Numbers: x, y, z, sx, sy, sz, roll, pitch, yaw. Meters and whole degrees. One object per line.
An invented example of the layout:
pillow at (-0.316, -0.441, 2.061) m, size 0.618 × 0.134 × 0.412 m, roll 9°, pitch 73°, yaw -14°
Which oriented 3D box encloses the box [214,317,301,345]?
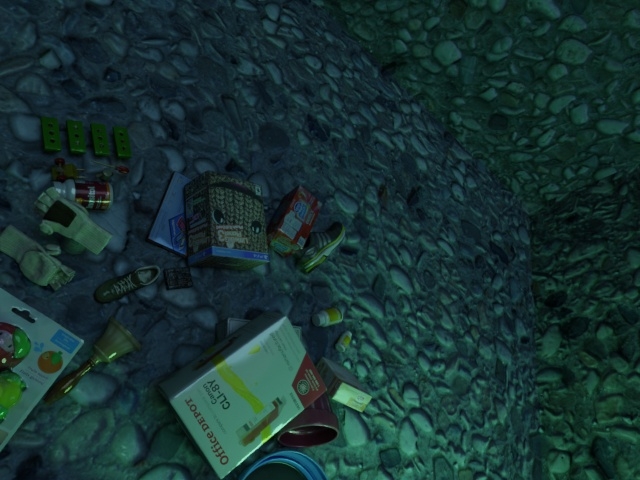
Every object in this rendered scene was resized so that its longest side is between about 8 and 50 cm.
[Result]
box at (-0.202, 0.359, 1.511) m, size 0.290 × 0.087 × 0.169 m, roll 14°, pitch 62°, yaw -37°

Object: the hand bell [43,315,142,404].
hand bell at (-0.604, 0.326, 1.186) m, size 0.126 × 0.126 × 0.242 m, roll 51°, pitch 59°, yaw -10°

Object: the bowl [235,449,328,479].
bowl at (-0.122, 0.839, 1.358) m, size 0.391 × 0.077 × 0.390 m, roll 19°, pitch 58°, yaw -34°

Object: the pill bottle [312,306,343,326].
pill bottle at (0.026, 0.297, 1.758) m, size 0.116 × 0.065 × 0.065 m, roll -5°, pitch 74°, yaw -43°

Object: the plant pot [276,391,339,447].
plant pot at (-0.046, 0.555, 1.494) m, size 0.201 × 0.201 × 0.180 m, roll 25°, pitch 40°, yaw -31°

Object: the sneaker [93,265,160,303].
sneaker at (-0.551, 0.118, 1.321) m, size 0.192 × 0.086 × 0.064 m, roll -25°, pitch 88°, yaw -45°

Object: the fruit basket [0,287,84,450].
fruit basket at (-0.765, 0.271, 1.008) m, size 0.327 × 0.165 × 0.353 m, roll 42°, pitch 45°, yaw -18°

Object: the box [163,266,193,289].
box at (-0.453, 0.120, 1.454) m, size 0.083 × 0.018 × 0.067 m, roll -4°, pitch 73°, yaw -42°

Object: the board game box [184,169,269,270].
board game box at (-0.318, -0.058, 1.548) m, size 0.232 × 0.141 × 0.290 m, roll 9°, pitch 66°, yaw -46°

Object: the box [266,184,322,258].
box at (-0.109, -0.075, 1.779) m, size 0.128 × 0.123 × 0.256 m, roll 40°, pitch 49°, yaw -21°

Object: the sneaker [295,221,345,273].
sneaker at (0.000, 0.000, 1.855) m, size 0.121 × 0.111 × 0.300 m, roll 48°, pitch 44°, yaw -8°

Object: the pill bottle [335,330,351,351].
pill bottle at (0.092, 0.393, 1.785) m, size 0.043 × 0.043 × 0.083 m, roll 50°, pitch 46°, yaw -11°

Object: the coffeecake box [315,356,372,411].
coffeecake box at (0.075, 0.507, 1.615) m, size 0.142 × 0.185 × 0.068 m, roll 33°, pitch 90°, yaw -26°

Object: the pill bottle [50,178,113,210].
pill bottle at (-0.691, -0.132, 1.321) m, size 0.152 × 0.086 × 0.086 m, roll 0°, pitch 70°, yaw -41°

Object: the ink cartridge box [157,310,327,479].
ink cartridge box at (-0.217, 0.425, 1.310) m, size 0.385 × 0.160 × 0.279 m, roll -33°, pitch 104°, yaw -26°

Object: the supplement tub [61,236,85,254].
supplement tub at (-0.670, -0.009, 1.263) m, size 0.071 × 0.107 × 0.070 m, roll 19°, pitch 59°, yaw -35°

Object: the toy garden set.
toy garden set at (-0.710, -0.263, 1.397) m, size 0.244 × 0.049 × 0.203 m, roll -2°, pitch 69°, yaw -43°

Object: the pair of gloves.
pair of gloves at (-0.695, 0.003, 1.180) m, size 0.204 × 0.240 × 0.042 m, roll 47°, pitch 4°, yaw -14°

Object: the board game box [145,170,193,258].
board game box at (-0.472, -0.090, 1.535) m, size 0.145 × 0.027 × 0.281 m, roll 28°, pitch 53°, yaw -27°
